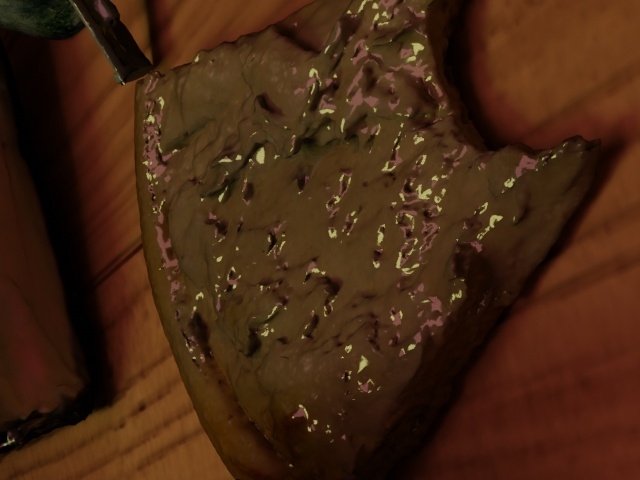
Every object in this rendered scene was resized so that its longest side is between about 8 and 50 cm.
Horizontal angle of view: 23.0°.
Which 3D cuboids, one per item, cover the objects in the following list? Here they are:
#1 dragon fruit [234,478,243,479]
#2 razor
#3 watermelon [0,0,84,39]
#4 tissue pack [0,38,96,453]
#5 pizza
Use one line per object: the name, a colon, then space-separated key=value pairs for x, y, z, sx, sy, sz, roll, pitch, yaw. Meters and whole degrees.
dragon fruit: x=-0.072 y=0.201 z=0.450 sx=0.303 sy=0.231 sz=0.237 roll=-45 pitch=55 yaw=42
razor: x=-0.041 y=-0.128 z=0.543 sx=0.084 sy=0.036 sz=0.211 roll=58 pitch=144 yaw=-3
watermelon: x=-0.124 y=-0.126 z=0.691 sx=0.085 sy=0.085 sz=0.061 roll=132 pitch=154 yaw=-55
tissue pack: x=-0.241 y=0.011 z=0.824 sx=0.332 sy=0.123 sz=0.245 roll=-26 pitch=78 yaw=53
pizza: x=0.000 y=0.000 z=0.487 sx=0.262 sy=0.034 sz=0.181 roll=-30 pitch=70 yaw=60
